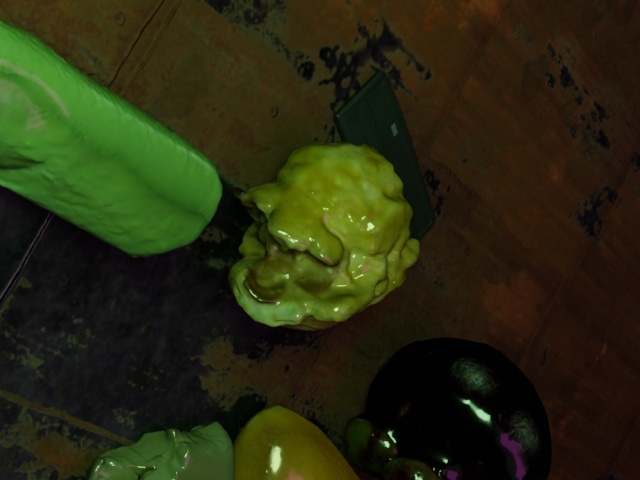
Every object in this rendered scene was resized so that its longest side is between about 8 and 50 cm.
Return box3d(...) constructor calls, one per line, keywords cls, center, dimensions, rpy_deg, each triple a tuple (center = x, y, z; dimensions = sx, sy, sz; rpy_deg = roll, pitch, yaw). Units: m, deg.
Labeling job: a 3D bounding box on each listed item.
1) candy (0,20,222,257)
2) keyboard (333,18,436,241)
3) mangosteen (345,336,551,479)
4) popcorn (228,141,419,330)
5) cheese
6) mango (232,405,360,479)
box3d(cls="candy", center=(-0.233, -0.089, 1.153), dimensions=(0.132, 0.142, 0.343), rpy_deg=(-56, 140, 1))
box3d(cls="keyboard", center=(0.073, -0.121, 1.566), dimensions=(0.103, 0.041, 0.381), rpy_deg=(-46, 144, -23))
box3d(cls="mangosteen", center=(0.162, 0.272, 1.696), dimensions=(0.287, 0.233, 0.287), rpy_deg=(-2, 101, -8))
box3d(cls="popcorn", center=(0.001, 0.004, 1.434), dimensions=(0.253, 0.191, 0.190), rpy_deg=(-36, 167, -29))
box3d(cls="cheese", center=(-0.188, 0.296, 1.441), dimensions=(0.202, 0.091, 0.175), rpy_deg=(4, 105, -49))
box3d(cls="mango", center=(-0.032, 0.361, 1.578), dimensions=(0.199, 0.201, 0.350), rpy_deg=(-81, 163, -58))
